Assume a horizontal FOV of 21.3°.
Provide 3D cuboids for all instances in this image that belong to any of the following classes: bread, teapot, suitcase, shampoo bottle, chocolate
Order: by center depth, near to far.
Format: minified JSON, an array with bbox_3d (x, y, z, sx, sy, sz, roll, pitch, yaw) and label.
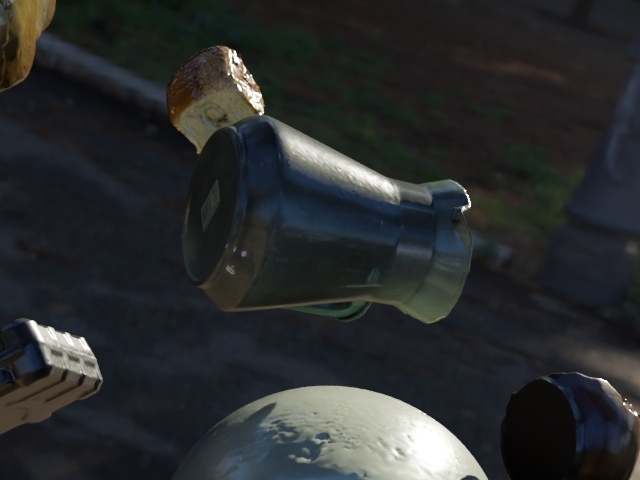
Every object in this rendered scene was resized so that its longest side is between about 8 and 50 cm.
[{"bbox_3d":[0.224,0.173,1.480,0.133,0.127,0.124,6,12,-42],"label":"chocolate"},{"bbox_3d":[0.000,0.000,1.488,0.225,0.203,0.171,12,52,-22],"label":"teapot"},{"bbox_3d":[0.007,0.294,1.489,0.322,0.323,0.317,15,9,-2],"label":"shampoo bottle"},{"bbox_3d":[-0.104,-0.136,1.645,0.077,0.083,0.070,51,17,-25],"label":"bread"},{"bbox_3d":[-0.373,0.175,1.700,0.066,0.285,0.206,63,4,12],"label":"suitcase"}]

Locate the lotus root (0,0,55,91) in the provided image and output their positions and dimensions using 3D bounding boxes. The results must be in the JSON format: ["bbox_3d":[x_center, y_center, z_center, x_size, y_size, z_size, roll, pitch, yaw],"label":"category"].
[{"bbox_3d":[-0.383,-0.207,1.369,0.374,0.111,0.390,-14,32,-36],"label":"lotus root"}]
